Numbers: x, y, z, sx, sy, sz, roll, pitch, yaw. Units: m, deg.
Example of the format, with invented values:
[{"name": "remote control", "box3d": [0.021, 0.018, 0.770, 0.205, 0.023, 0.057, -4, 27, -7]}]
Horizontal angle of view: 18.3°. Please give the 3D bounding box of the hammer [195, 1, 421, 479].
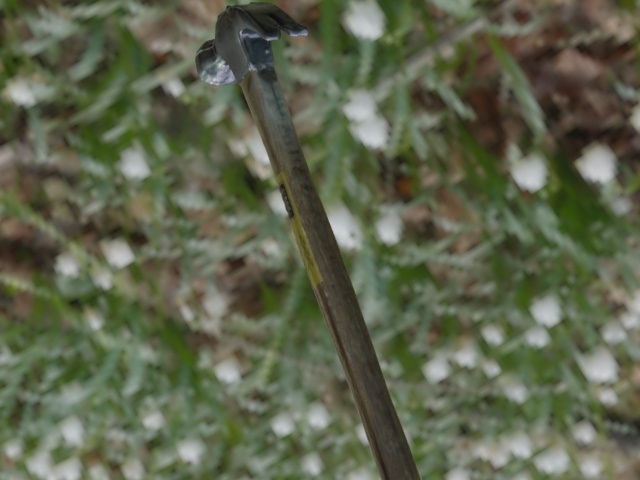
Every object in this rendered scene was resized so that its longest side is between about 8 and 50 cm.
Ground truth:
[{"name": "hammer", "box3d": [0.000, 0.000, 0.675, 0.017, 0.182, 0.062, -13, 163, -26]}]
